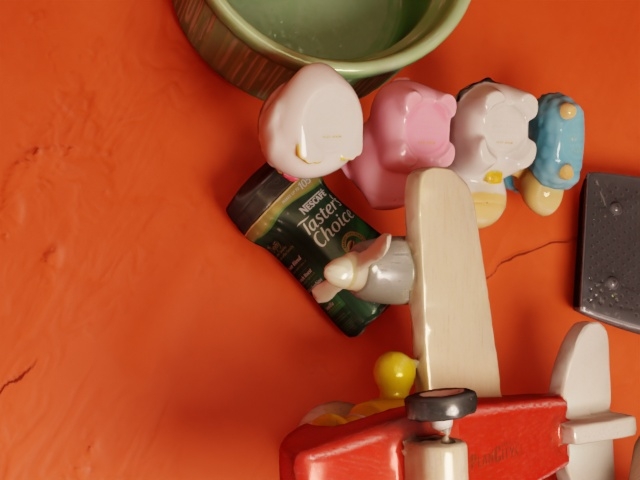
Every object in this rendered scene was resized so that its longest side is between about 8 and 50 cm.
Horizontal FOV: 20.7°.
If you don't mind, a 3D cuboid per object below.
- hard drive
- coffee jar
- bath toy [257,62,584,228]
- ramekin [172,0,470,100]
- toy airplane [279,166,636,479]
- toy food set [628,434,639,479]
[{"bbox_3d":[0.383,0.030,1.827,0.255,0.054,0.172,11,69,-14],"label":"hard drive"},{"bbox_3d":[0.000,0.000,1.702,0.184,0.079,0.096,43,64,1],"label":"coffee jar"},{"bbox_3d":[0.085,-0.093,1.691,0.348,0.129,0.151,5,96,-32],"label":"bath toy"},{"bbox_3d":[-0.007,-0.280,1.757,0.303,0.148,0.303,5,71,-16],"label":"ramekin"},{"bbox_3d":[0.106,0.183,1.602,0.384,0.272,0.386,54,48,-37],"label":"toy airplane"},{"bbox_3d":[0.370,0.340,1.605,0.306,0.092,0.219,50,36,-25],"label":"toy food set"}]
